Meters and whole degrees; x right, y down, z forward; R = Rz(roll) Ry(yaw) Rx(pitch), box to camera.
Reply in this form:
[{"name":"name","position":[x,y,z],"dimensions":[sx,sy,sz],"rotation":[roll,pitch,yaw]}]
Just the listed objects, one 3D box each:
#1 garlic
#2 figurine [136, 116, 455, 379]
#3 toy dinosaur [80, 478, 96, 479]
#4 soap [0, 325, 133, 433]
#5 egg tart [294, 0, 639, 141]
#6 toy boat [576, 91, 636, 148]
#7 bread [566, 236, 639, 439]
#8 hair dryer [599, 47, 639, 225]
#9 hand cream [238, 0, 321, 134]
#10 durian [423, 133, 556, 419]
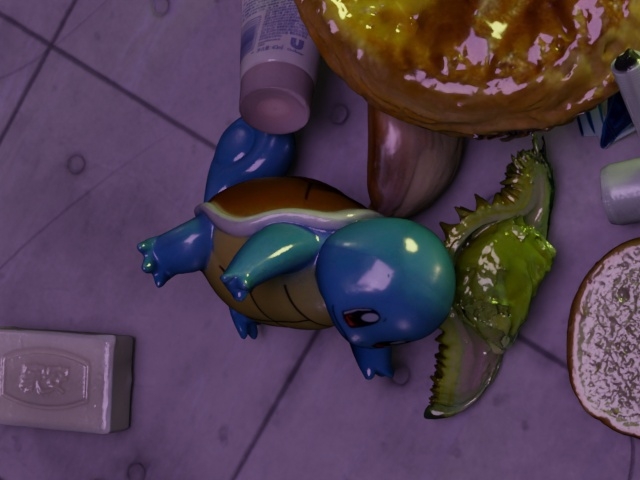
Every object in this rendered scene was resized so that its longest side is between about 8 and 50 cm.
[{"name":"garlic","position":[0.104,-0.133,1.924],"dimensions":[0.115,0.128,0.206],"rotation":[-4,77,-1]},{"name":"figurine","position":[-0.031,0.025,1.891],"dimensions":[0.243,0.298,0.416],"rotation":[-47,44,-4]},{"name":"toy dinosaur","position":[-0.333,0.394,2.085],"dimensions":[0.142,0.057,0.212],"rotation":[-1,97,2]},{"name":"soap","position":[-0.322,0.169,2.083],"dimensions":[0.183,0.064,0.121],"rotation":[2,89,22]},{"name":"egg tart","position":[0.187,-0.318,1.845],"dimensions":[0.443,0.178,0.443],"rotation":[-1,85,13]},{"name":"toy boat","position":[0.397,-0.186,1.825],"dimensions":[0.291,0.067,0.220],"rotation":[-29,85,37]},{"name":"bread","position":[0.373,0.103,1.813],"dimensions":[0.236,0.070,0.236],"rotation":[-1,86,21]},{"name":"hair dryer","position":[0.336,-0.107,1.766],"dimensions":[0.131,0.236,0.073],"rotation":[-11,50,21]},{"name":"hand cream","position":[-0.046,-0.240,1.972],"dimensions":[0.133,0.083,0.248],"rotation":[-8,51,20]},{"name":"durian","position":[0.186,0.029,1.875],"dimensions":[0.132,0.106,0.375],"rotation":[21,98,16]}]
